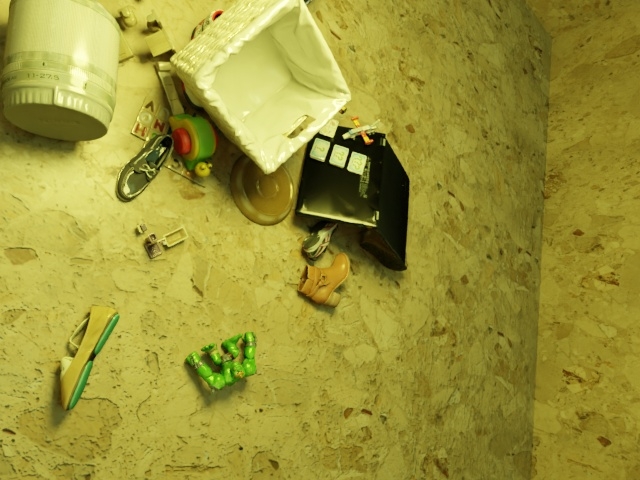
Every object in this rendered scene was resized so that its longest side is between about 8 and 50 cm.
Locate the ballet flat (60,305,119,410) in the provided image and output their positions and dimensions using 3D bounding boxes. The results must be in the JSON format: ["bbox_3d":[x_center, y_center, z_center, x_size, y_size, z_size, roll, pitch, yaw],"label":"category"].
[{"bbox_3d":[-0.528,0.253,1.070,0.073,0.080,0.232,21,62,-6],"label":"ballet flat"}]

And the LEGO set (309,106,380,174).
[{"bbox_3d":[0.087,-0.352,1.606,0.182,0.060,0.244,19,61,-1],"label":"LEGO set"}]

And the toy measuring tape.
[{"bbox_3d":[-0.351,-0.331,1.286,0.121,0.121,0.330,-20,95,-42],"label":"toy measuring tape"}]

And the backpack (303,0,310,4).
[{"bbox_3d":[-0.131,-0.837,1.526,0.276,0.213,0.263,44,47,-23],"label":"backpack"}]

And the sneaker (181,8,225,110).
[{"bbox_3d":[-0.310,-0.509,1.346,0.090,0.145,0.270,14,72,-38],"label":"sneaker"}]

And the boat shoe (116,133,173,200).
[{"bbox_3d":[-0.439,-0.189,1.218,0.075,0.065,0.206,42,64,-29],"label":"boat shoe"}]

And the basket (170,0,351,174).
[{"bbox_3d":[-0.160,-0.422,1.264,0.328,0.266,0.331,-44,135,-7],"label":"basket"}]

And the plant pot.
[{"bbox_3d":[-0.167,-0.164,1.482,0.236,0.032,0.236,10,74,-40],"label":"plant pot"}]

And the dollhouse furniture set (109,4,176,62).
[{"bbox_3d":[-0.482,-0.530,1.279,0.151,0.123,0.144,-27,101,-6],"label":"dollhouse furniture set"}]

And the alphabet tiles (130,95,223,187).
[{"bbox_3d":[-0.388,-0.284,1.326,0.237,0.009,0.198,28,64,-35],"label":"alphabet tiles"}]

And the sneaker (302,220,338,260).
[{"bbox_3d":[0.000,0.000,1.585,0.178,0.072,0.077,-45,134,-39],"label":"sneaker"}]

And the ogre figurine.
[{"bbox_3d":[-0.244,0.322,1.284,0.197,0.096,0.118,-6,67,-57],"label":"ogre figurine"}]

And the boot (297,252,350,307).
[{"bbox_3d":[0.012,0.106,1.561,0.152,0.073,0.197,28,62,-30],"label":"boot"}]

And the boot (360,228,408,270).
[{"bbox_3d":[0.269,-0.051,1.806,0.236,0.089,0.270,38,58,-30],"label":"boot"}]

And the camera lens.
[{"bbox_3d":[-0.559,-0.382,1.053,0.219,0.219,0.274,8,77,-40],"label":"camera lens"}]

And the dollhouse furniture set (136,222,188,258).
[{"bbox_3d":[-0.387,-0.022,1.226,0.114,0.081,0.091,-32,103,-40],"label":"dollhouse furniture set"}]

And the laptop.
[{"bbox_3d":[0.134,-0.162,1.677,0.407,0.236,0.382,9,61,-2],"label":"laptop"}]
